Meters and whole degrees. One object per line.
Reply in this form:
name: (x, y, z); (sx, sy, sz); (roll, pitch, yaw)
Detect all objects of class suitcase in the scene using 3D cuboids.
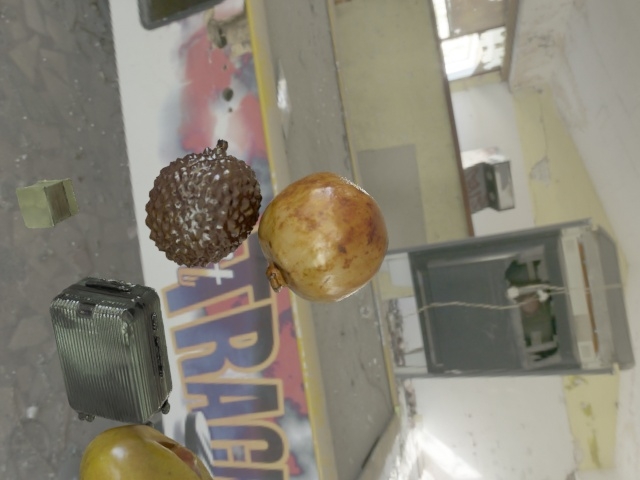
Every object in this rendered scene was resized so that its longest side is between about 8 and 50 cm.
suitcase: (-0.414, 0.233, 1.158); (0.128, 0.202, 0.312); (-51, 145, -61)

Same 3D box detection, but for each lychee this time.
lychee: (-0.198, -0.066, 0.996); (0.200, 0.200, 0.239); (54, 44, -61)

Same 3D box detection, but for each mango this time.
mango: (-0.210, 0.399, 0.776); (0.253, 0.182, 0.365); (28, -34, 54)

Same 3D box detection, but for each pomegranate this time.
pomegranate: (0.000, 0.000, 0.992); (0.248, 0.248, 0.249); (-10, 90, -76)

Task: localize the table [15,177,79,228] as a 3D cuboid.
table: (-0.515, -0.073, 1.090); (0.083, 0.062, 0.079); (-58, 143, -67)
